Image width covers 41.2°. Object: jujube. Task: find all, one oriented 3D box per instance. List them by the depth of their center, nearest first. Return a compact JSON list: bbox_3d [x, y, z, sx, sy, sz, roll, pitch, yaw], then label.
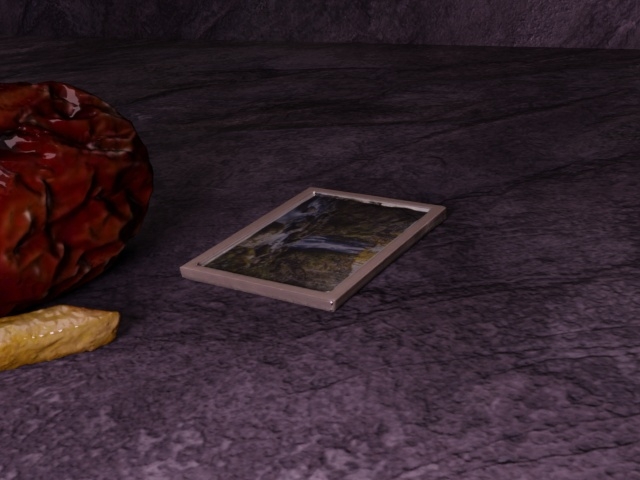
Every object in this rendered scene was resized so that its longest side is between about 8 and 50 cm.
[{"bbox_3d":[-0.389,-0.051,1.038,0.276,0.277,0.377,8,19,27],"label":"jujube"}]

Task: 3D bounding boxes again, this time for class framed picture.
[{"bbox_3d":[0.000,0.000,1.159,0.240,0.020,0.324,11,27,32],"label":"framed picture"}]

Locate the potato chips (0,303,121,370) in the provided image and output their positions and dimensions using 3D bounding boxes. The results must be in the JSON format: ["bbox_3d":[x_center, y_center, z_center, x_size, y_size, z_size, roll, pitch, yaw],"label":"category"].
[{"bbox_3d":[-0.402,0.138,0.860,0.406,0.057,0.080,-19,40,-31],"label":"potato chips"}]
